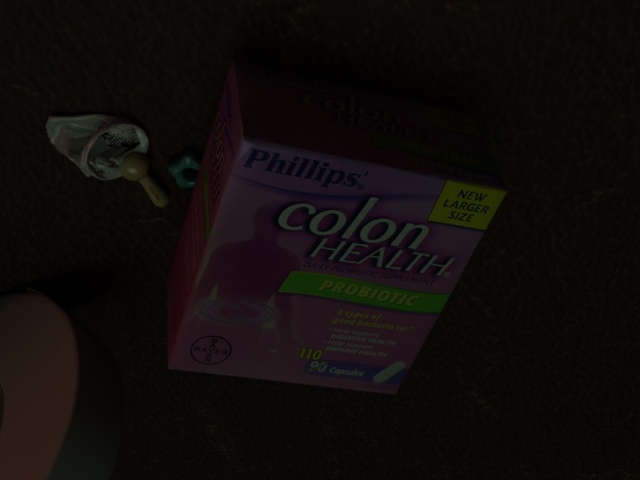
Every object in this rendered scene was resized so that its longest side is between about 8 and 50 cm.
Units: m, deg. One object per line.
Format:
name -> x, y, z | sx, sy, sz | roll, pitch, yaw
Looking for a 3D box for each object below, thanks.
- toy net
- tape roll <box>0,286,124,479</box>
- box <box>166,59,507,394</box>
toy net -> -0.130, -0.060, 0.798 | 0.232, 0.045, 0.122 | 21, 135, -20
tape roll -> -0.365, 0.227, 0.876 | 0.392, 0.392, 0.072 | -20, 133, 23
box -> 0.000, 0.000, 0.757 | 0.213, 0.117, 0.243 | 10, 126, -18
